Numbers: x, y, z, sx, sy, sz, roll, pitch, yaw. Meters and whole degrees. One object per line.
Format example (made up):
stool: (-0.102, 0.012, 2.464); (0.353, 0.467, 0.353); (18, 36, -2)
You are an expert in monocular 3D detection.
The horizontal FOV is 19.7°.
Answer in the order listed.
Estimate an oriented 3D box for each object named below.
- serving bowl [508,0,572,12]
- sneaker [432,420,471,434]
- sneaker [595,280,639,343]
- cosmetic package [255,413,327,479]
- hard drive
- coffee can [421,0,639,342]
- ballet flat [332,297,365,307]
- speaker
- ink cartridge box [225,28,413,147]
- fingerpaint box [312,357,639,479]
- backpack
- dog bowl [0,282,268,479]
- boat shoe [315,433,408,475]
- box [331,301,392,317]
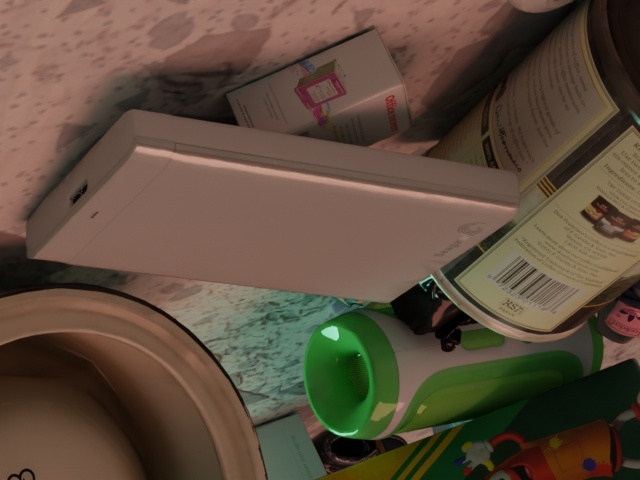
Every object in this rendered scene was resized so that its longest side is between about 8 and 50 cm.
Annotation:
serving bowl: (0.175, -0.191, 1.348); (0.083, 0.027, 0.083); (-22, 162, -8)
sneaker: (0.164, 0.148, 2.113); (0.150, 0.135, 0.366); (-9, 148, -21)
sneaker: (0.315, 0.028, 1.676); (0.131, 0.112, 0.319); (-58, 170, -7)
cosmetic package: (-0.091, 0.381, 2.287); (0.155, 0.197, 0.365); (-17, 161, -22)
hard drive: (-0.036, -0.018, 1.356); (0.307, 0.040, 0.203); (8, 154, -28)
coffee can: (0.222, -0.069, 1.465); (0.201, 0.201, 0.275); (-9, 157, -38)
ballet flat: (0.000, 0.000, 1.591); (0.077, 0.091, 0.241); (-57, 163, 0)
speaker: (0.132, 0.114, 1.767); (0.296, 0.131, 0.131); (-6, 153, -38)
ink cartridge box: (0.001, -0.095, 1.349); (0.122, 0.052, 0.088); (-23, 161, -1)
fingerpaint box: (0.168, 0.309, 1.889); (0.371, 0.163, 0.445); (-21, 159, -2)
backpack: (0.153, 0.001, 1.676); (0.182, 0.115, 0.152); (-15, 136, -34)
dog bowl: (-0.242, 0.236, 1.454); (0.408, 0.408, 0.150); (-11, -173, -36)
boat shoe: (0.061, 0.277, 2.397); (0.183, 0.065, 0.083); (-8, 156, -39)
box: (0.160, 0.016, 1.828); (0.324, 0.067, 0.063); (-32, 160, 21)
